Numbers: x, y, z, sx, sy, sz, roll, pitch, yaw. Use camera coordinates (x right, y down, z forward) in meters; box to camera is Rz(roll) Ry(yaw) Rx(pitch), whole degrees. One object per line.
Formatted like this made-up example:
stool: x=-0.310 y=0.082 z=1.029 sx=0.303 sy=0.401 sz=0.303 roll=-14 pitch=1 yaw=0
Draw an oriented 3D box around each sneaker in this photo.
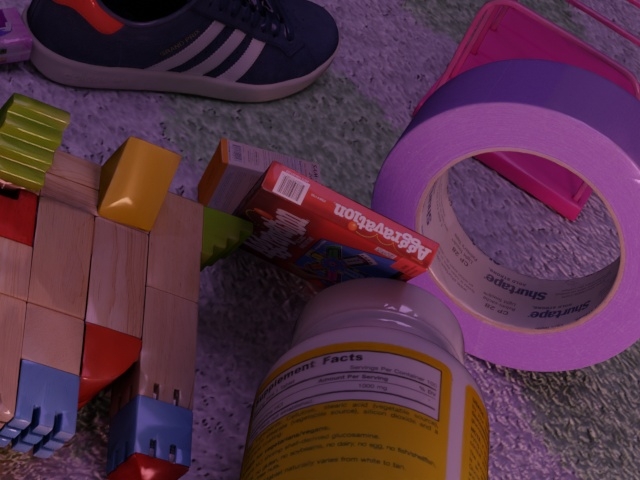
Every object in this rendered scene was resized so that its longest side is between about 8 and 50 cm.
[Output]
sneaker: x=-0.110 y=-0.227 z=1.761 sx=0.350 sy=0.148 sz=0.131 roll=-6 pitch=51 yaw=-37

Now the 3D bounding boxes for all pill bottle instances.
pill bottle: x=0.032 y=0.188 z=1.367 sx=0.188 sy=0.188 sz=0.334 roll=22 pitch=39 yaw=-11

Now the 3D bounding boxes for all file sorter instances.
file sorter: x=0.269 y=-0.205 z=1.952 sx=0.202 sy=0.182 sz=0.291 roll=33 pitch=38 yaw=5

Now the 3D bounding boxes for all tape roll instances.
tape roll: x=0.187 y=-0.020 z=1.622 sx=0.275 sy=0.275 sz=0.090 roll=32 pitch=39 yaw=3

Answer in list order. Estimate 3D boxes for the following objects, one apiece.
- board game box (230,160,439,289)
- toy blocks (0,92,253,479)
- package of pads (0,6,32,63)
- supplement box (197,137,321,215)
board game box: x=0.000 y=0.000 z=1.518 sx=0.145 sy=0.281 sz=0.027 roll=27 pitch=79 yaw=-5
toy blocks: x=-0.240 y=0.055 z=1.371 sx=0.381 sy=0.191 sz=0.261 roll=21 pitch=51 yaw=-27
package of pads: x=-0.311 y=-0.184 z=1.670 sx=0.083 sy=0.032 sz=0.050 roll=-13 pitch=55 yaw=-28
supplement box: x=-0.056 y=-0.050 z=1.671 sx=0.098 sy=0.062 sz=0.036 roll=15 pitch=39 yaw=-19
